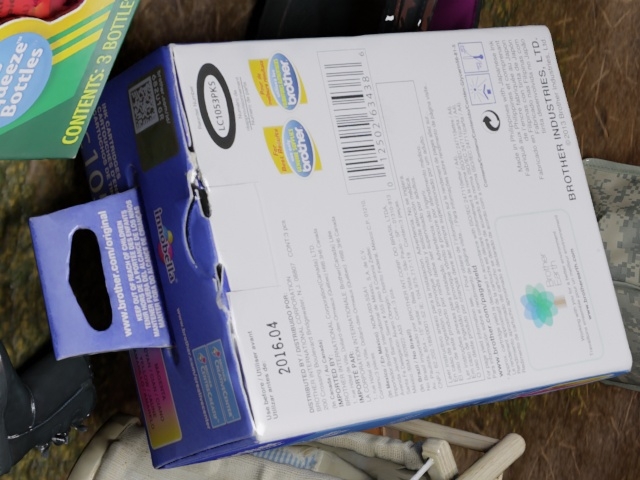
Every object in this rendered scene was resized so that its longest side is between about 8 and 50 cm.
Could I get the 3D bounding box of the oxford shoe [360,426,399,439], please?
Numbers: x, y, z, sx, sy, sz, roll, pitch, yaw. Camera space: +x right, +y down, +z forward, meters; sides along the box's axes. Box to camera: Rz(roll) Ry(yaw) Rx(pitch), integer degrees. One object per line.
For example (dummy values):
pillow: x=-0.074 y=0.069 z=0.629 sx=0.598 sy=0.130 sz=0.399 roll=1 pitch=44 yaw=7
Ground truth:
oxford shoe: x=0.003 y=0.242 z=1.664 sx=0.076 sy=0.076 sz=0.212 roll=10 pitch=94 yaw=-26

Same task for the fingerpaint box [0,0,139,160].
fingerpaint box: x=-0.212 y=-0.260 z=0.972 sx=0.371 sy=0.163 sz=0.445 roll=-4 pitch=125 yaw=-55

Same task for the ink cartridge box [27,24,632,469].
ink cartridge box: x=0.000 y=0.000 z=1.358 sx=0.395 sy=0.151 sz=0.270 roll=-7 pitch=80 yaw=-36

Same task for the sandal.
sandal: x=0.088 y=-0.229 z=1.596 sx=0.446 sy=0.107 sz=0.167 roll=-51 pitch=137 yaw=-34

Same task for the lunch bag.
lunch bag: x=0.392 y=0.052 z=1.962 sx=0.169 sy=0.287 sz=0.235 roll=-63 pitch=142 yaw=-22

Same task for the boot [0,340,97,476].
boot: x=-0.198 y=0.096 z=1.331 sx=0.099 sy=0.045 sz=0.121 roll=-35 pitch=134 yaw=-43

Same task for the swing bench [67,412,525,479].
swing bench: x=-0.026 y=0.212 z=1.430 sx=0.254 sy=0.253 sz=0.165 roll=-9 pitch=106 yaw=-55
